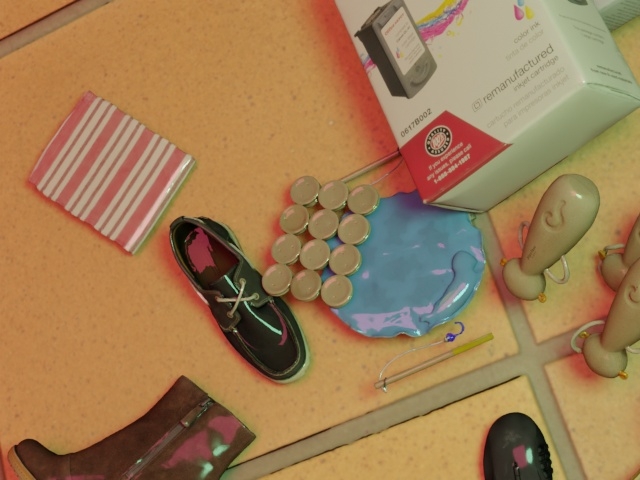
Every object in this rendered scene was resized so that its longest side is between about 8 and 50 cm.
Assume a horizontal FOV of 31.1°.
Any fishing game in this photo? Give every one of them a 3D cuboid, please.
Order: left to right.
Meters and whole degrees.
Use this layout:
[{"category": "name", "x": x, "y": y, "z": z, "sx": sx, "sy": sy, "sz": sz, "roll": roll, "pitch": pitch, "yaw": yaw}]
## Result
[{"category": "fishing game", "x": 0.091, "y": 0.024, "z": 1.264, "sx": 0.189, "sy": 0.041, "sz": 0.264, "roll": -28, "pitch": 60, "yaw": 5}]

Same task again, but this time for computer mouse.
[{"category": "computer mouse", "x": 0.205, "y": 0.291, "z": 1.143, "sx": 0.071, "sy": 0.041, "sz": 0.242, "roll": -13, "pitch": 72, "yaw": 17}]

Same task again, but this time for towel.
[{"category": "towel", "x": -0.262, "y": -0.087, "z": 1.442, "sx": 0.197, "sy": 0.029, "sz": 0.144, "roll": 33, "pitch": 89, "yaw": 23}]

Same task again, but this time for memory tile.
[{"category": "memory tile", "x": 0.000, "y": 0.000, "z": 1.281, "sx": 0.113, "sy": 0.012, "sz": 0.148, "roll": 9, "pitch": 71, "yaw": 25}]

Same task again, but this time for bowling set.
[{"category": "bowling set", "x": 0.342, "y": 0.055, "z": 1.123, "sx": 0.287, "sy": 0.200, "sz": 0.154, "roll": 51, "pitch": 139, "yaw": 28}]

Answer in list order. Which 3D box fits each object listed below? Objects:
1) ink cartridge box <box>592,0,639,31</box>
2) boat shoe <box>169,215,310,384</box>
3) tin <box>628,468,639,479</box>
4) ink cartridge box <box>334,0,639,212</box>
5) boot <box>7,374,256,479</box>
[{"category": "ink cartridge box", "x": 0.289, "y": -0.387, "z": 1.254, "sx": 0.330, "sy": 0.071, "sz": 0.324, "roll": -29, "pitch": 63, "yaw": 47}, {"category": "boat shoe", "x": -0.097, "y": 0.066, "z": 1.305, "sx": 0.084, "sy": 0.079, "sz": 0.233, "roll": -39, "pitch": 67, "yaw": 6}, {"category": "tin", "x": 0.321, "y": 0.257, "z": 1.058, "sx": 0.190, "sy": 0.040, "sz": 0.106, "roll": -36, "pitch": 34, "yaw": -24}, {"category": "ink cartridge box", "x": 0.163, "y": -0.216, "z": 1.216, "sx": 0.226, "sy": 0.131, "sz": 0.306, "roll": -39, "pitch": 64, "yaw": 35}, {"category": "boot", "x": -0.217, "y": 0.241, "z": 1.316, "sx": 0.248, "sy": 0.090, "sz": 0.207, "roll": 30, "pitch": 75, "yaw": 27}]
